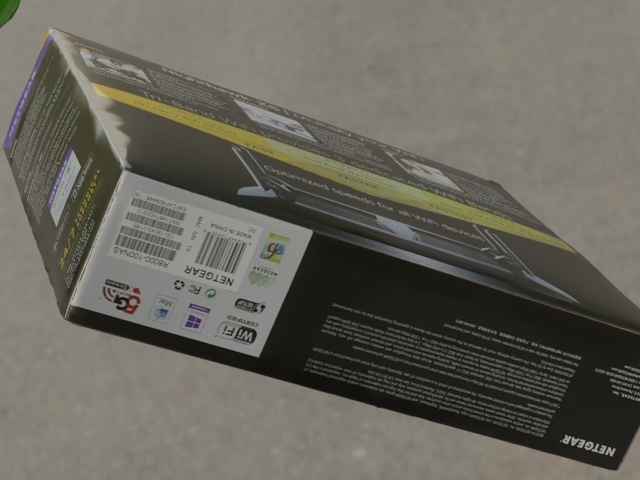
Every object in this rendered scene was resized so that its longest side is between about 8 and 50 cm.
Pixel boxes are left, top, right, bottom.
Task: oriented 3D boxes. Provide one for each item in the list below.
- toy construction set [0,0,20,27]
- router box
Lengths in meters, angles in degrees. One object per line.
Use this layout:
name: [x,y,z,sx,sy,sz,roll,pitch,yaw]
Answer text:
toy construction set: [-0.168,-0.176,0.245,0.309,0.257,0.237,5,59,-38]
router box: [0.000,0.000,0.899,0.309,0.081,0.243,18,15,-22]
